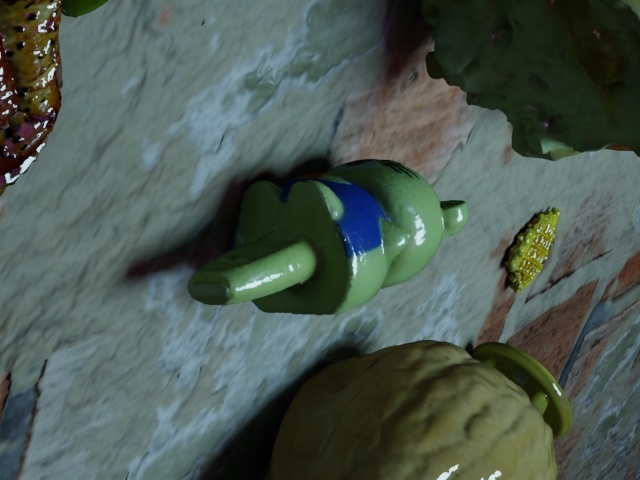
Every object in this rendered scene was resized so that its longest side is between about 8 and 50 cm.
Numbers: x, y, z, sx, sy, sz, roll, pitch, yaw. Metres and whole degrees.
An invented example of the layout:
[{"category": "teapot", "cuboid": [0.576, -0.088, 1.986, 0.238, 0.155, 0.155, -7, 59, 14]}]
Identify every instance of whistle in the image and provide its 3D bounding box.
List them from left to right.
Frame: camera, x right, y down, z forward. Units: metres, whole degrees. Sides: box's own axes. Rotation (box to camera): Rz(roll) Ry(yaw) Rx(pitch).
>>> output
[{"category": "whistle", "cuboid": [0.000, 0.000, 1.067, 0.227, 0.105, 0.085, -20, 106, -52]}]

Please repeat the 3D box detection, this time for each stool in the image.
[{"category": "stool", "cuboid": [0.148, 0.163, 1.554, 0.110, 0.134, 0.135, -42, 108, -25]}]

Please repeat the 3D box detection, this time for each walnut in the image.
[{"category": "walnut", "cuboid": [0.058, 0.190, 1.284, 0.261, 0.225, 0.225, -29, 144, -52]}]

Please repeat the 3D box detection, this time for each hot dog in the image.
[{"category": "hot dog", "cuboid": [-0.141, -0.088, 0.707, 0.108, 0.059, 0.191, -37, 152, -33]}]

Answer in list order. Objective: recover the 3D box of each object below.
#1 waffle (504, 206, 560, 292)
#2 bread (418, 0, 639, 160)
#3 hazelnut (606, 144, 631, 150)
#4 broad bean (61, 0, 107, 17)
[{"category": "waffle", "cuboid": [0.187, 0.011, 1.562, 0.078, 0.016, 0.085, -46, 155, -26]}, {"category": "bread", "cuboid": [0.190, -0.194, 1.083, 0.252, 0.196, 0.238, -50, 152, -27]}, {"category": "hazelnut", "cuboid": [0.235, -0.144, 1.271, 0.182, 0.182, 0.182, -45, 154, -29]}, {"category": "broad bean", "cuboid": [-0.064, -0.199, 0.744, 0.226, 0.039, 0.069, -69, 168, 21]}]
